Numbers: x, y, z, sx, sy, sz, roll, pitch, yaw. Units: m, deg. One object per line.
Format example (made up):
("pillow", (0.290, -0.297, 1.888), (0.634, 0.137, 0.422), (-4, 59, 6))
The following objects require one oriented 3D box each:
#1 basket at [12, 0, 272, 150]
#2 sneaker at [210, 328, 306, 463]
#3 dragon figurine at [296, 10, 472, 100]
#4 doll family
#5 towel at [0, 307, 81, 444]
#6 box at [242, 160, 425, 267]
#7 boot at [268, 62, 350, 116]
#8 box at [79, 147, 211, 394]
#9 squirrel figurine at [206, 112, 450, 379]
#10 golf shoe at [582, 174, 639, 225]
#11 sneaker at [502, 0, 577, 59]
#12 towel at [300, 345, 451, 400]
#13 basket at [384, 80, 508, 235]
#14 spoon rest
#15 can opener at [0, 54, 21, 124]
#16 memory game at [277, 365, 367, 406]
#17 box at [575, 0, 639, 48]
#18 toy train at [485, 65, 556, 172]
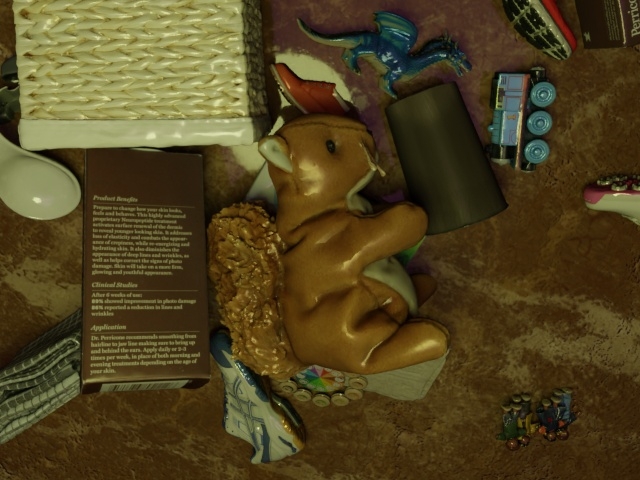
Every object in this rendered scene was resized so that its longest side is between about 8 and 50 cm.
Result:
("basket", (-0.252, -0.277, 1.026), (0.332, 0.328, 0.266), (-3, 102, 1))
("sneaker", (-0.150, 0.314, 1.299), (0.131, 0.112, 0.296), (-28, 102, 10))
("dragon figurine", (0.110, -0.335, 1.130), (0.289, 0.085, 0.144), (30, 103, -9))
("doll family", (0.434, 0.361, 1.334), (0.193, 0.076, 0.111), (-7, 101, -1))
("towel", (-0.474, 0.221, 1.209), (0.284, 0.235, 0.121), (-33, 98, 8))
("box", (0.000, 0.000, 1.238), (0.322, 0.058, 0.232), (29, 104, -9))
("boot", (-0.020, -0.260, 1.169), (0.085, 0.059, 0.158), (-41, 110, 7))
("box", (-0.289, 0.048, 1.090), (0.191, 0.143, 0.381), (2, 71, -20))
("squirrel figurine", (-0.026, 0.006, 1.048), (0.397, 0.281, 0.370), (-19, 103, 17))
("golf shoe", (0.621, -0.043, 1.203), (0.307, 0.115, 0.140), (3, 109, 0))
("sneaker", (0.358, -0.428, 1.099), (0.118, 0.107, 0.279), (-36, 105, 0))
("towel", (0.088, 0.211, 1.263), (0.282, 0.049, 0.187), (15, 133, -3))
("basket", (0.206, -0.141, 1.142), (0.154, 0.204, 0.226), (-20, 96, 6))
("spoon rest", (-0.518, -0.140, 1.146), (0.137, 0.084, 0.276), (-19, 128, 6))
("can opener", (-0.574, -0.253, 1.171), (0.284, 0.076, 0.095), (-14, 73, 4))
("memory game", (-0.001, 0.268, 1.291), (0.186, 0.012, 0.186), (6, 135, 7))
("box", (0.533, -0.413, 1.067), (0.203, 0.167, 0.168), (-16, 105, 4))
("toy train", (0.346, -0.210, 1.173), (0.105, 0.080, 0.184), (4, 108, 8))
